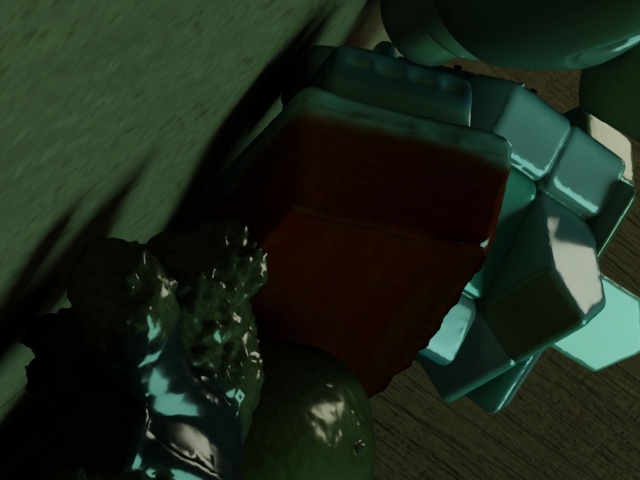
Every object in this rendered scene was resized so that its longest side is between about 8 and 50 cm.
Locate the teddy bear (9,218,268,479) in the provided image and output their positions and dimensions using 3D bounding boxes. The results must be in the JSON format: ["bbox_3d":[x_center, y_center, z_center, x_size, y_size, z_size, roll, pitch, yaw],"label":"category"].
[{"bbox_3d":[-0.084,0.096,0.659,0.251,0.129,0.182,-51,179,-44],"label":"teddy bear"}]

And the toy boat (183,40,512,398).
[{"bbox_3d":[-0.002,-0.004,1.005,0.332,0.145,0.133,125,-26,-62],"label":"toy boat"}]

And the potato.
[{"bbox_3d":[-0.073,0.129,0.927,0.235,0.160,0.178,-18,153,-31],"label":"potato"}]

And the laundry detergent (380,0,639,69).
[{"bbox_3d":[0.165,-0.175,0.945,0.398,0.125,0.264,-23,-155,51],"label":"laundry detergent"}]

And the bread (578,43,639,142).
[{"bbox_3d":[0.288,-0.218,1.112,0.187,0.155,0.338,-17,134,-39],"label":"bread"}]

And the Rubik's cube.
[{"bbox_3d":[0.114,-0.002,1.215,0.265,0.213,0.224,23,-97,55],"label":"Rubik's cube"}]
